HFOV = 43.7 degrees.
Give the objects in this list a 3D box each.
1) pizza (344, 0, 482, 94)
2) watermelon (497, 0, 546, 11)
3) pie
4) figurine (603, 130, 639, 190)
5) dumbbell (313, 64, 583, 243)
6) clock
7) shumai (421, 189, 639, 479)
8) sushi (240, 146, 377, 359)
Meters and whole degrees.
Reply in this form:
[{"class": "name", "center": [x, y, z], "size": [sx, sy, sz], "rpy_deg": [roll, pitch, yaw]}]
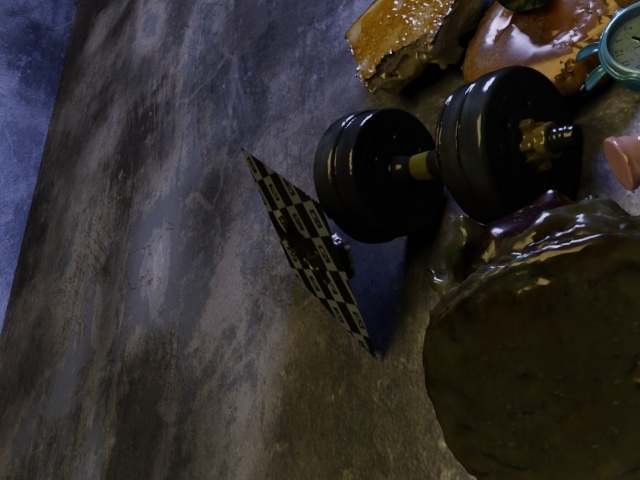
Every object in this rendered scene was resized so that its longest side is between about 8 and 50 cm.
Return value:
[{"class": "pizza", "center": [0.152, -0.318, 1.189], "size": [0.323, 0.089, 0.223], "rpy_deg": [-24, 46, 46]}, {"class": "watermelon", "center": [0.242, -0.347, 1.022], "size": [0.069, 0.087, 0.163], "rpy_deg": [97, -176, -57]}, {"class": "pie", "center": [0.288, -0.275, 1.004], "size": [0.273, 0.069, 0.273], "rpy_deg": [-29, 46, 34]}, {"class": "figurine", "center": [0.360, -0.103, 0.676], "size": [0.276, 0.200, 0.133], "rpy_deg": [-33, 21, -31]}, {"class": "dumbbell", "center": [0.146, -0.094, 0.979], "size": [0.388, 0.185, 0.185], "rpy_deg": [-6, 66, 51]}, {"class": "clock", "center": [0.348, -0.206, 0.857], "size": [0.147, 0.045, 0.108], "rpy_deg": [-13, 60, 21]}, {"class": "shumai", "center": [0.258, 0.061, 0.764], "size": [0.330, 0.291, 0.288], "rpy_deg": [-30, 9, 28]}, {"class": "sushi", "center": [0.000, 0.000, 1.124], "size": [0.050, 0.264, 0.290], "rpy_deg": [-29, 31, -13]}]
